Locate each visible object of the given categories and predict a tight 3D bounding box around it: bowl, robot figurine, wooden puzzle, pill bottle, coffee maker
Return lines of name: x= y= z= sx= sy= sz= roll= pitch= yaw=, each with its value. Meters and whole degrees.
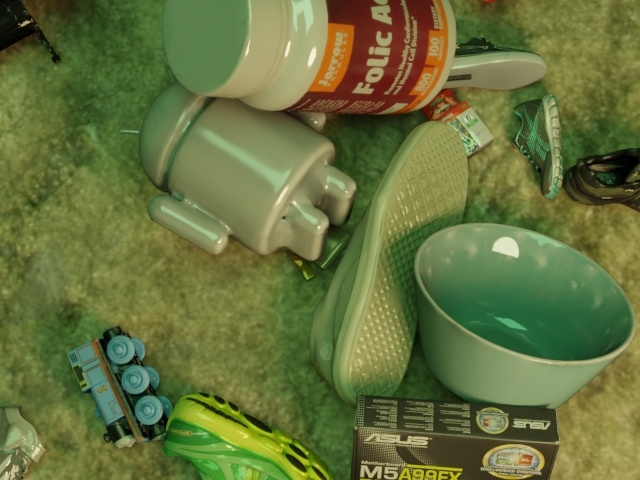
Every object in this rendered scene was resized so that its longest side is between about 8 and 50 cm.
bowl: x=0.262 y=0.127 z=1.584 sx=0.311 sy=0.163 sz=0.311 roll=10 pitch=34 yaw=-7
robot figurine: x=-0.120 y=-0.115 z=1.666 sx=0.353 sy=0.200 sz=0.300 roll=34 pitch=62 yaw=11
wooden puzzle: x=0.000 y=0.000 z=1.735 sx=0.116 sy=0.014 sz=0.078 roll=-42 pitch=83 yaw=-8
pill bottle: x=-0.011 y=-0.292 z=1.599 sx=0.392 sy=0.224 sz=0.224 roll=-5 pitch=71 yaw=-44
coffee maker: x=-0.535 y=-0.316 z=1.769 sx=0.178 sy=0.120 sz=0.171 roll=-36 pitch=79 yaw=-7

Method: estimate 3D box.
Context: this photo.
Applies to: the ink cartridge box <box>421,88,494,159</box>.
ink cartridge box: x=0.211 y=-0.183 z=1.766 sx=0.063 sy=0.029 sz=0.115 roll=-34 pitch=78 yaw=-7

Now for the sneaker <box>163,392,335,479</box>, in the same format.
sneaker: x=-0.093 y=0.333 z=1.623 sx=0.295 sy=0.109 sz=0.123 roll=33 pitch=105 yaw=5

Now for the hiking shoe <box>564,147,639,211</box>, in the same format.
hiking shoe: x=0.485 y=-0.089 z=1.693 sx=0.226 sy=0.114 sz=0.086 roll=0 pitch=77 yaw=1

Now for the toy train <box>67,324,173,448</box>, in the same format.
toy train: x=-0.291 y=0.218 z=1.658 sx=0.105 sy=0.080 sz=0.184 roll=-28 pitch=79 yaw=4

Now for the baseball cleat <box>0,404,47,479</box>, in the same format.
baseball cleat: x=-0.447 y=0.340 z=1.632 sx=0.109 sy=0.072 sz=0.206 roll=-8 pitch=80 yaw=-7

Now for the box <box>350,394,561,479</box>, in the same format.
box: x=0.176 y=0.307 z=1.553 sx=0.270 sy=0.216 sz=0.060 roll=4 pitch=45 yaw=2

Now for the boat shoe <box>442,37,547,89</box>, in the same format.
boat shoe: x=0.236 y=-0.283 z=1.771 sx=0.228 sy=0.080 sz=0.076 roll=-5 pitch=63 yaw=5

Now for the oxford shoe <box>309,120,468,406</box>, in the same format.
oxford shoe: x=0.094 y=0.025 z=1.668 sx=0.169 sy=0.130 sz=0.449 roll=30 pitch=74 yaw=-34

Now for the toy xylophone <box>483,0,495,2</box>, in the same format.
toy xylophone: x=0.334 y=-0.508 z=1.816 sx=0.322 sy=0.081 sz=0.236 roll=-17 pitch=76 yaw=-3

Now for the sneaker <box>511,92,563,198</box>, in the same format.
sneaker: x=0.334 y=-0.143 z=1.746 sx=0.076 sy=0.065 sz=0.167 roll=-6 pitch=72 yaw=17
